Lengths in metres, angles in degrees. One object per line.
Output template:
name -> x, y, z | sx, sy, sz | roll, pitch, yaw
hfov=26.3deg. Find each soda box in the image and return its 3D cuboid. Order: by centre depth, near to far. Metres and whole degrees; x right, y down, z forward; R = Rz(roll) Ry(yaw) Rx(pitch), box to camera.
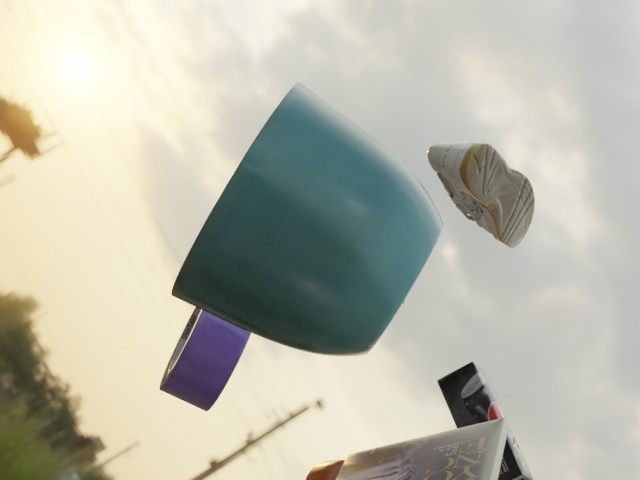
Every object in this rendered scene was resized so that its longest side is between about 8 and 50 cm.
soda box -> 0.213, 0.246, 1.774 | 0.053, 0.060, 0.169 | 36, 27, -58

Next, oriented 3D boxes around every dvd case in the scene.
dvd case -> 0.082, 0.220, 1.246 | 0.221, 0.164, 0.018 | -46, 120, -73

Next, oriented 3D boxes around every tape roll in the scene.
tape roll -> -0.164, 0.154, 2.042 | 0.080, 0.189, 0.189 | 27, -12, -9

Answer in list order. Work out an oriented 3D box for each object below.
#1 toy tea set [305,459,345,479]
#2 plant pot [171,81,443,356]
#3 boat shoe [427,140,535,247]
toy tea set -> -0.023, 0.419, 1.618 | 0.200, 0.336, 0.124 | 42, -26, -2
plant pot -> 0.000, 0.000, 1.604 | 0.235, 0.293, 0.293 | 31, -17, 1
boat shoe -> 0.237, -0.078, 2.021 | 0.096, 0.098, 0.277 | 21, -14, 34
